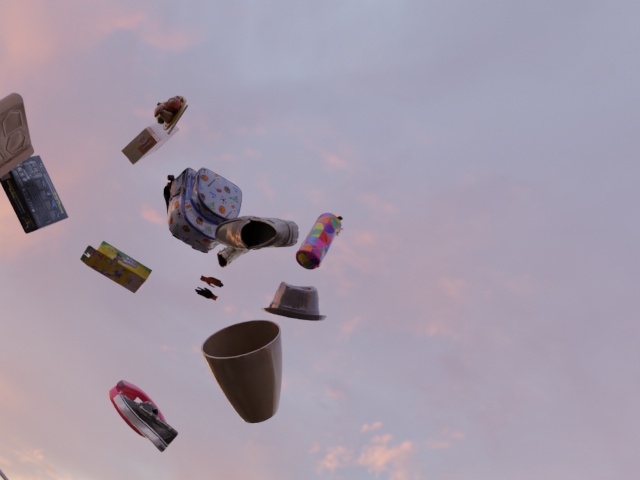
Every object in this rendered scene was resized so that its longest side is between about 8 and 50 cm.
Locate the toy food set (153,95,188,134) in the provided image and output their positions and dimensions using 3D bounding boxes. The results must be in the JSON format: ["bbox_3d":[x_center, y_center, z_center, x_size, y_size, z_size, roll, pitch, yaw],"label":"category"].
[{"bbox_3d":[-0.510,-0.439,1.866,0.071,0.128,0.218,34,6,-27],"label":"toy food set"}]

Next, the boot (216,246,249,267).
[{"bbox_3d":[-0.354,0.017,2.355,0.077,0.165,0.213,43,-37,14],"label":"boot"}]

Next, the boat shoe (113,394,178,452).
[{"bbox_3d":[-0.468,0.475,1.502,0.219,0.070,0.078,31,-30,27],"label":"boat shoe"}]

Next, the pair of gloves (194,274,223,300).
[{"bbox_3d":[-0.338,0.143,1.700,0.074,0.010,0.083,23,-60,-12],"label":"pair of gloves"}]

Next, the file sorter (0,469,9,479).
[{"bbox_3d":[-0.713,0.590,1.068,0.173,0.277,0.193,43,-47,9],"label":"file sorter"}]

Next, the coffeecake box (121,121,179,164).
[{"bbox_3d":[-0.623,-0.370,2.058,0.142,0.185,0.068,-33,-76,24],"label":"coffeecake box"}]

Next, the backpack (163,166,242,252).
[{"bbox_3d":[-0.404,-0.103,1.960,0.276,0.264,0.213,26,-37,-32],"label":"backpack"}]

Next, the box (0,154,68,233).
[{"bbox_3d":[-0.936,-0.154,1.818,0.059,0.183,0.233,-18,-78,10],"label":"box"}]

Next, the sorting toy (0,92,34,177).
[{"bbox_3d":[-0.901,-0.288,1.571,0.038,0.193,0.208,22,-44,9],"label":"sorting toy"}]

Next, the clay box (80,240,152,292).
[{"bbox_3d":[-0.710,0.087,1.940,0.222,0.053,0.127,36,-44,-16],"label":"clay box"}]

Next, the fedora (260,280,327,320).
[{"bbox_3d":[-0.090,0.218,2.041,0.243,0.125,0.275,9,-6,-4],"label":"fedora"}]

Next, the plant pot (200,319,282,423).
[{"bbox_3d":[-0.224,0.435,1.797,0.256,0.256,0.274,-2,-72,31],"label":"plant pot"}]

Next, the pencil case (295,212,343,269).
[{"bbox_3d":[0.000,0.000,1.981,0.104,0.236,0.105,18,-44,17],"label":"pencil case"}]

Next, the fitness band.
[{"bbox_3d":[-0.610,0.578,1.895,0.209,0.054,0.291,45,-11,25],"label":"fitness band"}]

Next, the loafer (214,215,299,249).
[{"bbox_3d":[-0.213,-0.026,1.699,0.319,0.112,0.111,-3,-4,36],"label":"loafer"}]
